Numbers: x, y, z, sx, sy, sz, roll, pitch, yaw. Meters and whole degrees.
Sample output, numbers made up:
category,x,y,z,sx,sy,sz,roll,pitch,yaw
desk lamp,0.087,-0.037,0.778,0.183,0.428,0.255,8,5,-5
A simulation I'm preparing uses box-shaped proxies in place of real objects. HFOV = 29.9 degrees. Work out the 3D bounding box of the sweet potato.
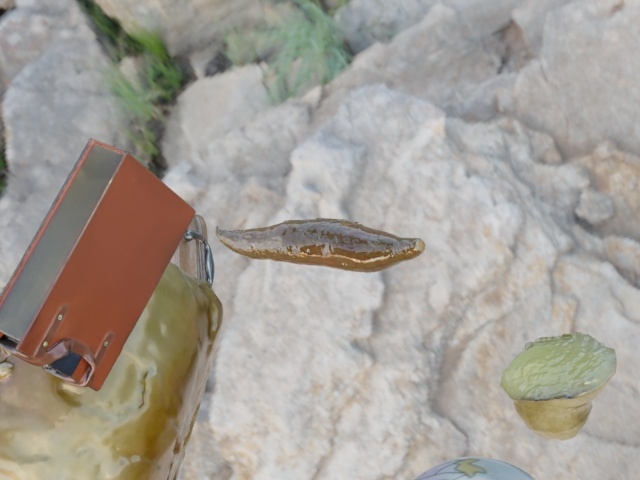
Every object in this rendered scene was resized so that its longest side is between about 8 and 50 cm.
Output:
category,x,y,z,sx,sy,sz,roll,pitch,yaw
sweet potato,0.000,0.000,1.585,0.314,0.066,0.072,7,50,28

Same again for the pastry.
category,x,y,z,sx,sy,sz,roll,pitch,yaw
pastry,-0.257,0.176,1.270,0.245,0.409,0.409,19,71,1

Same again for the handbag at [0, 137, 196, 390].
category,x,y,z,sx,sy,sz,roll,pitch,yaw
handbag,-0.195,0.025,1.029,0.063,0.127,0.190,20,78,29

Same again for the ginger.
category,x,y,z,sx,sy,sz,roll,pitch,yaw
ginger,0.329,0.202,1.568,0.115,0.122,0.193,-37,11,-27

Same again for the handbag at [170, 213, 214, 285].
category,x,y,z,sx,sy,sz,roll,pitch,yaw
handbag,-0.236,0.049,1.882,0.151,0.072,0.193,-20,68,43

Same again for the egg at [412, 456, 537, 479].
category,x,y,z,sx,sy,sz,roll,pitch,yaw
egg,0.127,0.332,1.146,0.196,0.196,0.271,30,58,33
